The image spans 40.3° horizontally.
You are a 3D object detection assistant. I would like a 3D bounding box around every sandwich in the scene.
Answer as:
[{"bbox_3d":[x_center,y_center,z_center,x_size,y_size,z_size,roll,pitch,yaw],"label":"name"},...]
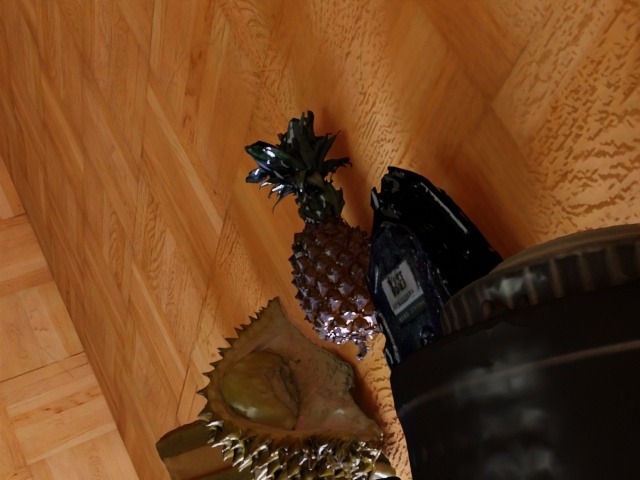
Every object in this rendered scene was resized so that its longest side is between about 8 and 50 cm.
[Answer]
[{"bbox_3d":[-0.112,0.298,1.110,0.117,0.187,0.144,54,145,33],"label":"sandwich"}]

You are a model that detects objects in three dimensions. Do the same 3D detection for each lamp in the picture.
[{"bbox_3d":[0.149,0.128,0.360,0.374,0.205,0.272,-5,83,60],"label":"lamp"}]

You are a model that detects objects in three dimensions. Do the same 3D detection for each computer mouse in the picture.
[{"bbox_3d":[0.097,0.055,0.616,0.241,0.078,0.146,68,156,13],"label":"computer mouse"}]

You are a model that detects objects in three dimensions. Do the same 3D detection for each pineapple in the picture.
[{"bbox_3d":[0.001,-0.001,0.768,0.103,0.083,0.221,-34,74,64],"label":"pineapple"}]

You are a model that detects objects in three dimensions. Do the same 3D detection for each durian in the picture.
[{"bbox_3d":[-0.019,0.193,0.914,0.172,0.166,0.306,48,172,-26],"label":"durian"}]
